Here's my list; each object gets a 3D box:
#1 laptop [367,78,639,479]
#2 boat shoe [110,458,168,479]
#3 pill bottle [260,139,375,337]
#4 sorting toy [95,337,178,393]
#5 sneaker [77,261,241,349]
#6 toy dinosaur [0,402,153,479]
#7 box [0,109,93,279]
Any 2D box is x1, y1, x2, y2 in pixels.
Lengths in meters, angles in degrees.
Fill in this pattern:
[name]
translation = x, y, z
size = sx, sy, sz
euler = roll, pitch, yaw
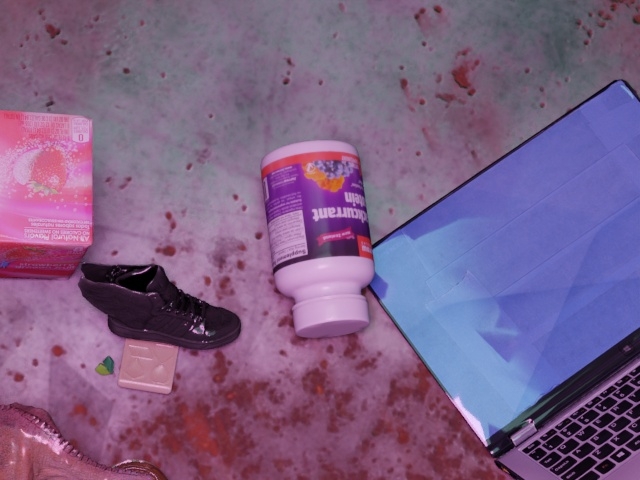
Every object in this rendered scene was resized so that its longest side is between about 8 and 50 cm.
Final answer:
[laptop]
translation = 0.311, 0.058, 1.848
size = 0.382, 0.408, 0.236
euler = -34, 113, -11
[boat shoe]
translation = -0.178, 0.366, 1.792
size = 0.110, 0.104, 0.307
euler = -3, 75, -5
[pill bottle]
translation = 0.000, 0.000, 1.901
size = 0.108, 0.108, 0.194
euler = -6, 76, -5
[sorting toy]
translation = -0.194, 0.127, 1.904
size = 0.083, 0.012, 0.062
euler = 9, 72, -1
[sneaker]
translation = -0.166, 0.064, 1.877
size = 0.170, 0.089, 0.051
euler = 4, 45, -2
[toy dinosaur]
translation = -0.320, 0.199, 1.775
size = 0.295, 0.127, 0.200
euler = -1, 102, 26
[box]
translation = -0.389, -0.049, 1.836
size = 0.299, 0.154, 0.142
euler = 3, 74, -17
